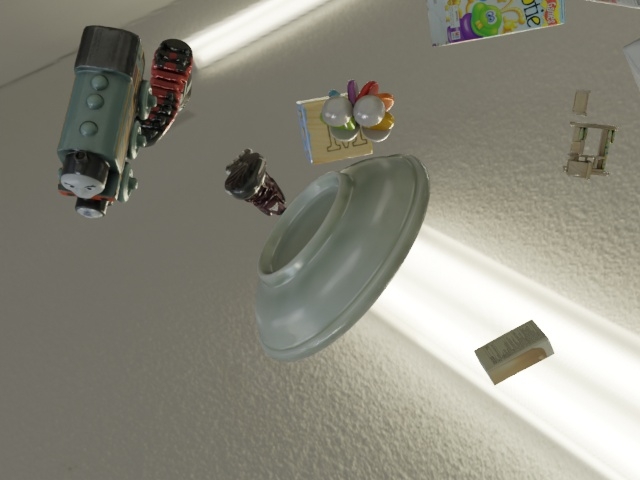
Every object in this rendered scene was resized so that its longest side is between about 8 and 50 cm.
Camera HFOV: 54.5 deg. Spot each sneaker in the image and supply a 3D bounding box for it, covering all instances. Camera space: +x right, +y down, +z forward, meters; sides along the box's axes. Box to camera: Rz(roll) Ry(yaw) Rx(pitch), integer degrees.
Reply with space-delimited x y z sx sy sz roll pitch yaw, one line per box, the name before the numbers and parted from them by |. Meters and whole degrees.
sneaker | -0.362 -0.323 1.437 0.098 0.135 0.275 15 -110 -2
sneaker | -0.128 -0.112 1.403 0.106 0.162 0.281 -38 -160 6

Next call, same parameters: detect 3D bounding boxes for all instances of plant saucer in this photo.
plant saucer | 0.000 0.000 1.005 0.400 0.101 0.400 -44 -157 24

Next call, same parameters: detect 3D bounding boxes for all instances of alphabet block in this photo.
alphabet block | 0.041 -0.359 1.967 0.197 0.193 0.192 -11 -163 -4

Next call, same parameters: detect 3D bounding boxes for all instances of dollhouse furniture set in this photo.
dollhouse furniture set | 0.595 -0.229 1.340 0.101 0.181 0.161 9 -165 15

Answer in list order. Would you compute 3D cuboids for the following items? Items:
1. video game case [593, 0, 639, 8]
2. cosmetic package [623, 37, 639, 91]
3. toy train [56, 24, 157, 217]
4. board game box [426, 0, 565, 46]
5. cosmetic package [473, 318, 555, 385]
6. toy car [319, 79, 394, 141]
video game case | 0.547 -0.523 1.202 0.183 0.201 0.023 32 -86 41
cosmetic package | 0.722 -0.313 1.151 0.225 0.224 0.138 -28 -128 26
toy train | -0.385 -0.212 1.100 0.142 0.190 0.333 9 -109 -6
board game box | 0.404 -0.548 1.447 0.276 0.142 0.144 -11 -164 -3
cosmetic package | 0.323 0.187 1.039 0.115 0.041 0.060 -29 -150 5
toy car | 0.090 -0.320 1.493 0.182 0.159 0.136 3 -100 15
